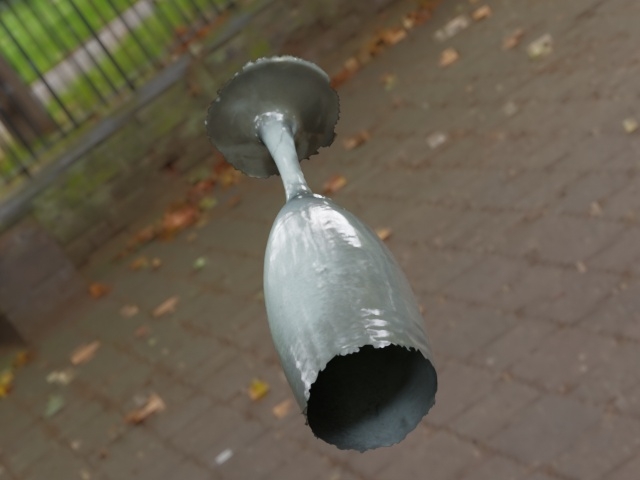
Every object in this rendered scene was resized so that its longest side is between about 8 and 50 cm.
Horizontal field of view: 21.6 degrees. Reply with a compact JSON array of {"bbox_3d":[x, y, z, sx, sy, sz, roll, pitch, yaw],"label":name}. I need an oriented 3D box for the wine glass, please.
[{"bbox_3d":[0.000,0.000,0.674,0.066,0.066,0.198,-33,36,9],"label":"wine glass"}]
